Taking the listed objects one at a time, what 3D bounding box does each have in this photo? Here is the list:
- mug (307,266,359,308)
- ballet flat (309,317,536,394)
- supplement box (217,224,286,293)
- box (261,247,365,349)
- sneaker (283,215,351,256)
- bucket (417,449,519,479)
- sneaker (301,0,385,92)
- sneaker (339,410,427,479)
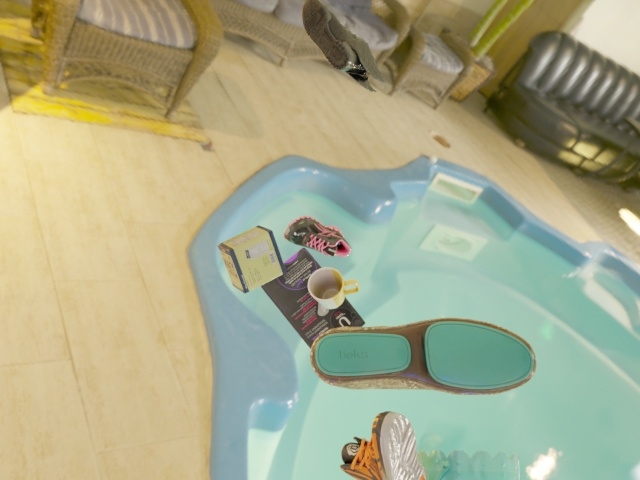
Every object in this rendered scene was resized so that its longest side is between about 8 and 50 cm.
[{"bbox_3d":[0.022,0.090,1.037,0.078,0.064,0.062,18,66,22],"label":"mug"},{"bbox_3d":[0.095,0.111,0.576,0.206,0.067,0.073,3,72,8],"label":"ballet flat"},{"bbox_3d":[-0.116,0.031,1.021,0.083,0.083,0.056,-26,22,-23],"label":"supplement box"},{"bbox_3d":[-0.025,0.173,1.677,0.270,0.165,0.143,51,-4,2],"label":"box"},{"bbox_3d":[0.000,0.000,0.889,0.119,0.047,0.057,10,29,-43],"label":"sneaker"},{"bbox_3d":[0.385,0.648,1.566,0.281,0.281,0.183,16,64,-28],"label":"bucket"},{"bbox_3d":[0.038,-0.321,0.988,0.089,0.051,0.170,-8,65,-50],"label":"sneaker"},{"bbox_3d":[0.116,0.474,1.326,0.180,0.321,0.124,9,45,31],"label":"sneaker"}]
